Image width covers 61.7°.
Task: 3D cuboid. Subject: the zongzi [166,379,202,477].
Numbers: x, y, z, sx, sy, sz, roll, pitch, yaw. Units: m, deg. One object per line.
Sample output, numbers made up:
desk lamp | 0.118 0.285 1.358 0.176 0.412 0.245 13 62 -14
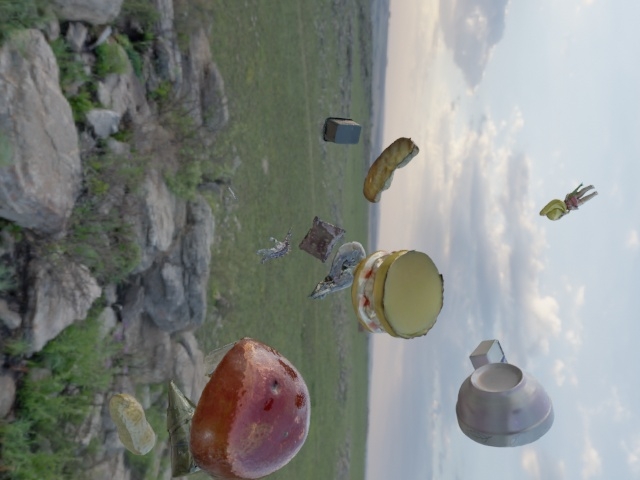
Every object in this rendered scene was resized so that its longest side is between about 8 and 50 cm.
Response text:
zongzi | -0.361 0.565 1.654 0.250 0.125 0.274 19 50 -56

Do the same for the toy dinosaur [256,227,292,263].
toy dinosaur | -0.132 0.020 1.706 0.209 0.082 0.039 -54 148 -51

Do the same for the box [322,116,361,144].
box | 0.075 -0.362 1.784 0.069 0.122 0.084 36 -57 49

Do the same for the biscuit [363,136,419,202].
biscuit | 0.261 -0.280 2.091 0.299 0.154 0.045 -51 130 -3

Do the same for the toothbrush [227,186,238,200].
toothbrush | -0.257 -0.136 1.570 0.097 0.008 0.006 67 35 -71

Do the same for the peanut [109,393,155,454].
peanut | -0.619 0.603 1.755 0.101 0.117 0.263 -69 158 -52

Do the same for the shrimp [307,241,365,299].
shrimp | 0.065 0.107 1.935 0.317 0.062 0.164 -33 121 -40

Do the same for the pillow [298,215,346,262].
pillow | 0.000 0.000 1.797 0.185 0.118 0.043 -61 179 43

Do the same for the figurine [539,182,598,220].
figurine | 0.820 -0.126 1.777 0.083 0.187 0.083 30 44 -33

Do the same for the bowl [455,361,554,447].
bowl | 0.542 0.470 1.610 0.287 0.286 0.144 -69 145 -69

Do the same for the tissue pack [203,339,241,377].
tissue pack | -0.261 0.428 1.831 0.226 0.183 0.092 36 32 -47

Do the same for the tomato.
tomato | -0.124 0.399 1.192 0.338 0.143 0.338 -17 111 -51

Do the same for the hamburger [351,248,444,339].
hamburger | 0.223 0.140 1.583 0.302 0.186 0.261 -39 115 -30

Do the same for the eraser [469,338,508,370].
eraser | 0.660 0.523 1.998 0.130 0.086 0.287 -31 99 -46
